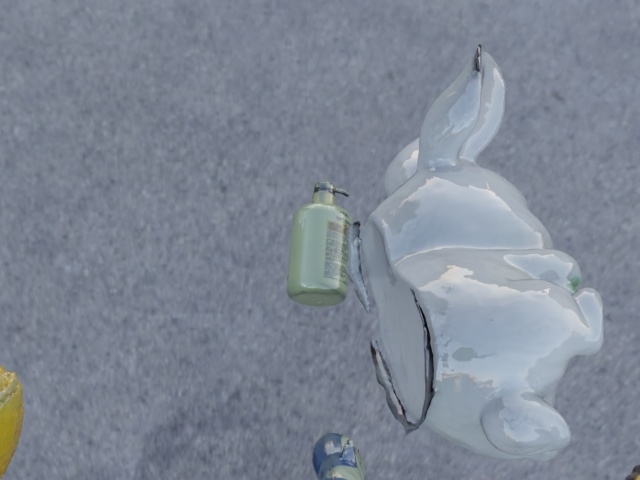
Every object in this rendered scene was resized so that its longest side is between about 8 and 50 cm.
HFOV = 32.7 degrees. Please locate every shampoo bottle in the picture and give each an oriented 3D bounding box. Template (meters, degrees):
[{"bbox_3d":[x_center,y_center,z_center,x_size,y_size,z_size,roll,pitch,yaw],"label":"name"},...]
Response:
[{"bbox_3d":[0.000,0.000,1.406,0.079,0.079,0.161,5,69,-3],"label":"shampoo bottle"}]

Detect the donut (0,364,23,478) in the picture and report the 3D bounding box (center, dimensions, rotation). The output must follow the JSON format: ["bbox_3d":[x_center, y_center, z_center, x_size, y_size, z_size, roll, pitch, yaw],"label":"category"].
[{"bbox_3d":[-0.542,0.259,1.230,0.164,0.435,0.377,26,90,32],"label":"donut"}]

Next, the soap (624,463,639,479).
[{"bbox_3d":[0.284,0.267,0.788,0.160,0.080,0.257,-2,27,-16],"label":"soap"}]

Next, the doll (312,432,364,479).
[{"bbox_3d":[0.014,0.134,0.559,0.027,0.125,0.037,-19,106,-1],"label":"doll"}]

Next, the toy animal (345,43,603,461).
[{"bbox_3d":[0.113,0.019,0.854,0.154,0.208,0.325,-2,67,-17],"label":"toy animal"}]
